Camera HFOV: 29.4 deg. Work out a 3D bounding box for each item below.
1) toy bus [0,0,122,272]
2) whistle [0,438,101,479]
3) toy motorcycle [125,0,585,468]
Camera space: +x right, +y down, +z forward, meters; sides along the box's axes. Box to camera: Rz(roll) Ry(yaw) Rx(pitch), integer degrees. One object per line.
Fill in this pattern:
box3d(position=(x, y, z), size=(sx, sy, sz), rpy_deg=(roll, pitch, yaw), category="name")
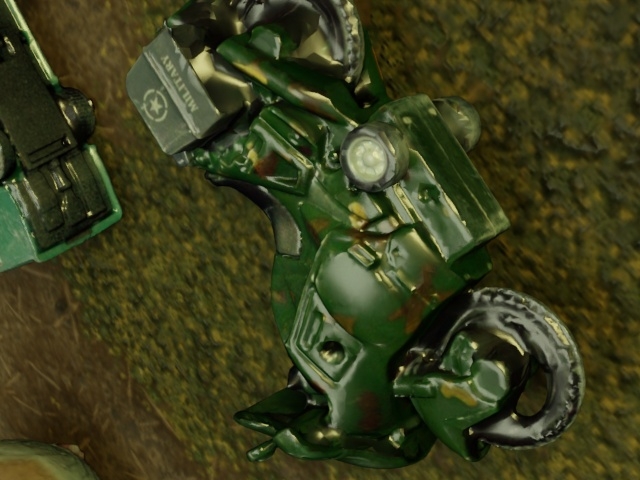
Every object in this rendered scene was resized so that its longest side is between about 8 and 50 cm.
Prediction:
box3d(position=(-0.225, -0.108, 0.769), size=(0.109, 0.091, 0.262), rpy_deg=(-19, 100, 46), category="toy bus")
box3d(position=(-0.192, 0.273, 0.911), size=(0.189, 0.189, 0.348), rpy_deg=(-16, 119, 46), category="whistle")
box3d(position=(0.000, 0.000, 0.604), size=(0.187, 0.124, 0.275), rpy_deg=(-35, 82, 37), category="toy motorcycle")
